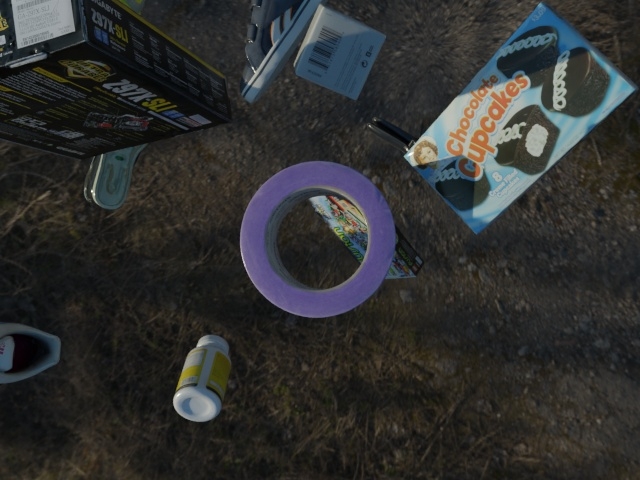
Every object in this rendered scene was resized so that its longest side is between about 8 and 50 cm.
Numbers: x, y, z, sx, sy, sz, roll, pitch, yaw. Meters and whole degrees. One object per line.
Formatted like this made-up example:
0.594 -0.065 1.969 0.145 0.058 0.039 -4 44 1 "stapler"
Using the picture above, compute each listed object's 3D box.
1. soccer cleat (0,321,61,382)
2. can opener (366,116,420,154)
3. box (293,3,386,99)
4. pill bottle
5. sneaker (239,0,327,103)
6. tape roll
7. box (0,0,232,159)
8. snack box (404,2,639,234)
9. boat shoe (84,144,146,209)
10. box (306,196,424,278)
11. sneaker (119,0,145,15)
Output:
-0.567 0.174 0.937 0.143 0.331 0.116 -7 84 35 "soccer cleat"
0.185 -0.218 1.332 0.186 0.059 0.073 37 140 21 "can opener"
0.025 -0.275 0.885 0.102 0.087 0.101 21 110 -14 "box"
-0.254 0.298 1.342 0.103 0.184 0.103 2 124 3 "pill bottle"
-0.086 -0.424 1.161 0.127 0.126 0.321 33 94 -7 "sneaker"
0.000 0.000 0.760 0.189 0.080 0.189 0 87 7 "tape roll"
-0.289 -0.182 0.725 0.257 0.322 0.079 -12 84 16 "box"
0.303 -0.183 0.966 0.187 0.060 0.322 49 125 13 "snack box"
-0.375 -0.174 1.126 0.084 0.079 0.233 24 82 -38 "boat shoe"
0.075 -0.018 1.033 0.207 0.036 0.114 49 149 -21 "box"
-0.505 -0.472 1.129 0.384 0.145 0.147 -8 107 -34 "sneaker"
